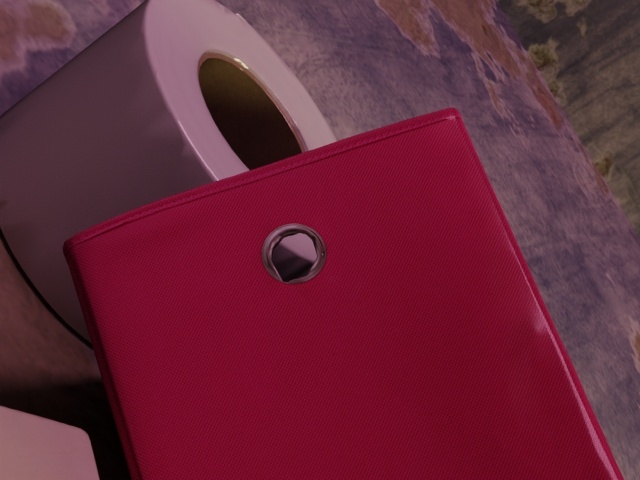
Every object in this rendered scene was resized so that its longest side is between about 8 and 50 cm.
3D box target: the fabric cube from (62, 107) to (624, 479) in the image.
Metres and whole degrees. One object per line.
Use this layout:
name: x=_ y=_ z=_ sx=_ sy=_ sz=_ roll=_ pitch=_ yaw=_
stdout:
fabric cube: x=0.013 y=0.118 z=0.838 sx=0.259 sy=0.254 sz=0.258 roll=81 pitch=-11 yaw=-65

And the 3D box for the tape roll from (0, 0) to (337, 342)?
tape roll: x=-0.107 y=-0.045 z=1.022 sx=0.246 sy=0.169 sz=0.246 roll=44 pitch=26 yaw=-27

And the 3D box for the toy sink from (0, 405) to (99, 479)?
toy sink: x=-0.210 y=0.160 z=0.607 sx=0.234 sy=0.131 sz=0.153 roll=29 pitch=35 yaw=-56
